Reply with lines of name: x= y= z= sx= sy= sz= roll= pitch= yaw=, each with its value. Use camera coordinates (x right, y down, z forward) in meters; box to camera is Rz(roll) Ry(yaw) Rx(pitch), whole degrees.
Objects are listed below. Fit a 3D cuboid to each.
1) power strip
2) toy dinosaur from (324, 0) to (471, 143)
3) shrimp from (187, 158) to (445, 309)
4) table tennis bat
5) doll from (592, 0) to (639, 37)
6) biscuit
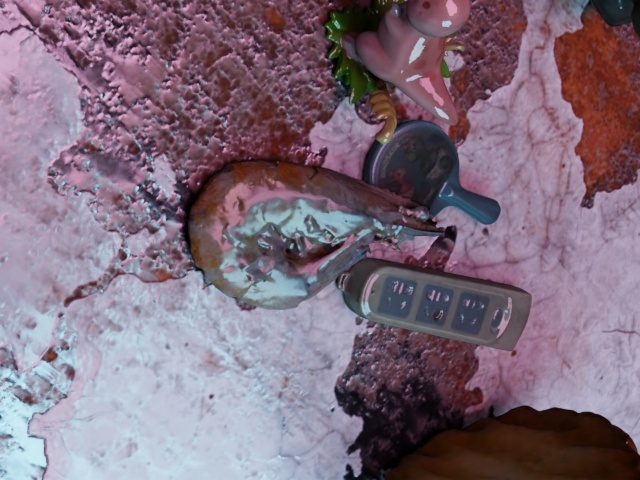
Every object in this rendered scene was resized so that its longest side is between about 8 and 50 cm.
power strip: x=0.142 y=0.074 z=1.538 sx=0.286 sy=0.048 sz=0.080 roll=14 pitch=95 yaw=-35
toy dinosaur: x=0.113 y=-0.211 z=1.355 sx=0.152 sy=0.177 sz=0.194 roll=-18 pitch=115 yaw=-28
shrimp: x=0.000 y=0.000 z=1.410 sx=0.317 sy=0.062 sz=0.164 roll=5 pitch=105 yaw=-29
table tennis bat: x=0.135 y=-0.066 z=1.502 sx=0.201 sy=0.033 sz=0.124 roll=24 pitch=94 yaw=-32
doll: x=0.311 y=-0.419 z=1.443 sx=0.379 sy=0.252 sz=0.382 roll=6 pitch=99 yaw=-3
biscuit: x=0.227 y=0.308 z=1.492 sx=0.326 sy=0.326 sz=0.107 roll=-24 pitch=110 yaw=-26
